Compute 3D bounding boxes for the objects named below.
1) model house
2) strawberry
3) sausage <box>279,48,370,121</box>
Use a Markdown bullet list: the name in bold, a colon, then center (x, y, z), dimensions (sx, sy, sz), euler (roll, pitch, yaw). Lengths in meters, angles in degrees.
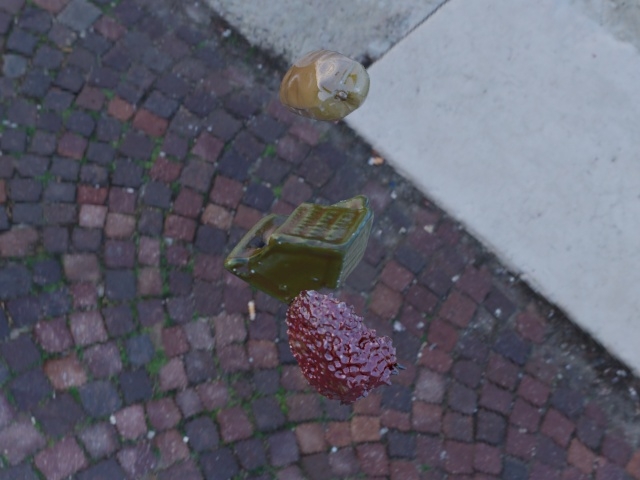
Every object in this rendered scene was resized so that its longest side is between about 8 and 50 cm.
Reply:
- **model house**: center (0.001, -0.010, 1.724), dimensions (0.173, 0.239, 0.268), euler (49, 44, -12)
- **strawberry**: center (0.014, 0.180, 1.444), dimensions (0.208, 0.167, 0.087), euler (38, 36, -24)
- **sausage**: center (0.005, -0.287, 1.760), dimensions (0.120, 0.241, 0.136), euler (37, 85, -23)
